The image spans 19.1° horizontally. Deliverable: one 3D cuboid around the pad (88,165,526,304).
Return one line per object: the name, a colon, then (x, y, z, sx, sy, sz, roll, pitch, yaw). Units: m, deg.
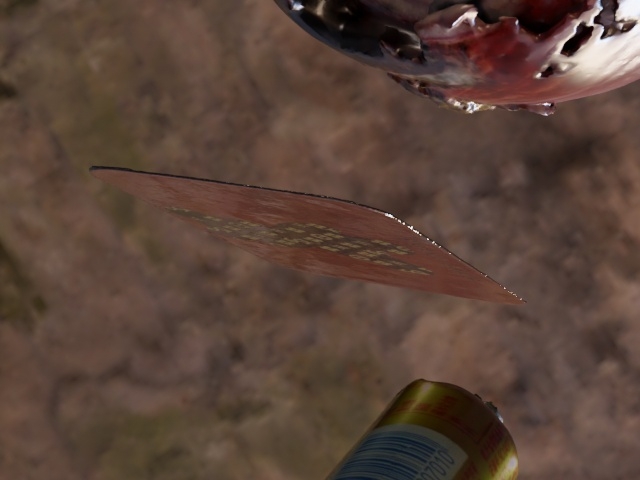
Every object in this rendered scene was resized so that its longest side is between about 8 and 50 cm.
pad: (0.000, 0.000, 1.072, 0.181, 0.004, 0.267, 8, -10, 27)

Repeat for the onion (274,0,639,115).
onion: (0.123, -0.232, 1.170, 0.341, 0.341, 0.341, 54, -13, 19)

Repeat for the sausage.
sausage: (0.008, 0.140, 0.761, 0.082, 0.082, 0.371, 61, 30, -8)
